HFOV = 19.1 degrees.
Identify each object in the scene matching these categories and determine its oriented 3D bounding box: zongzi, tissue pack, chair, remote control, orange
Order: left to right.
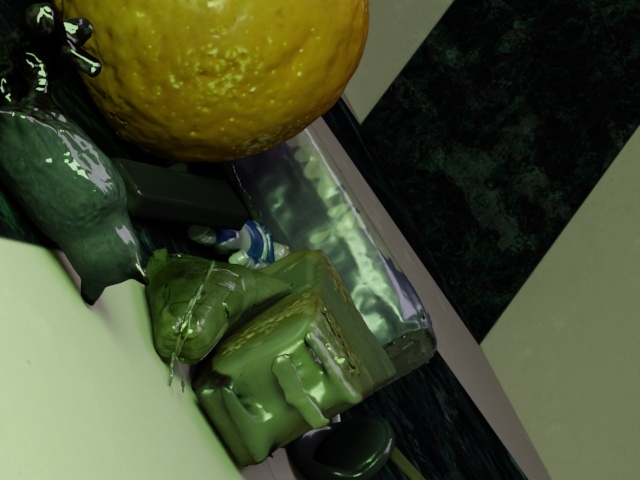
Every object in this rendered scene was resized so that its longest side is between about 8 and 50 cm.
[{"bbox_3d":[-0.134,-0.044,1.800,0.063,0.025,0.245,55,16,15],"label":"remote control"},{"bbox_3d":[-0.098,-0.246,1.853,0.340,0.293,0.341,-18,90,-77],"label":"orange"},{"bbox_3d":[-0.073,0.068,1.545,0.130,0.062,0.154,9,29,-17],"label":"zongzi"},{"bbox_3d":[0.000,0.000,2.189,0.344,0.125,0.242,59,0,14],"label":"tissue pack"},{"bbox_3d":[0.065,0.246,1.785,0.221,0.095,0.104,53,1,-29],"label":"chair"}]

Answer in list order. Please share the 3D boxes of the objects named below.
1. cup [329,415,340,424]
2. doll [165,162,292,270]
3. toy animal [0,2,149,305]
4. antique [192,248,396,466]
[{"bbox_3d":[-0.012,0.129,1.843,0.099,0.136,0.133,17,4,6],"label":"cup"},{"bbox_3d":[-0.085,-0.004,1.980,0.114,0.057,0.227,59,9,33],"label":"doll"},{"bbox_3d":[-0.192,-0.053,1.367,0.117,0.121,0.210,-18,82,-63],"label":"toy animal"},{"bbox_3d":[-0.027,0.107,1.632,0.150,0.125,0.284,57,8,-4],"label":"antique"}]
